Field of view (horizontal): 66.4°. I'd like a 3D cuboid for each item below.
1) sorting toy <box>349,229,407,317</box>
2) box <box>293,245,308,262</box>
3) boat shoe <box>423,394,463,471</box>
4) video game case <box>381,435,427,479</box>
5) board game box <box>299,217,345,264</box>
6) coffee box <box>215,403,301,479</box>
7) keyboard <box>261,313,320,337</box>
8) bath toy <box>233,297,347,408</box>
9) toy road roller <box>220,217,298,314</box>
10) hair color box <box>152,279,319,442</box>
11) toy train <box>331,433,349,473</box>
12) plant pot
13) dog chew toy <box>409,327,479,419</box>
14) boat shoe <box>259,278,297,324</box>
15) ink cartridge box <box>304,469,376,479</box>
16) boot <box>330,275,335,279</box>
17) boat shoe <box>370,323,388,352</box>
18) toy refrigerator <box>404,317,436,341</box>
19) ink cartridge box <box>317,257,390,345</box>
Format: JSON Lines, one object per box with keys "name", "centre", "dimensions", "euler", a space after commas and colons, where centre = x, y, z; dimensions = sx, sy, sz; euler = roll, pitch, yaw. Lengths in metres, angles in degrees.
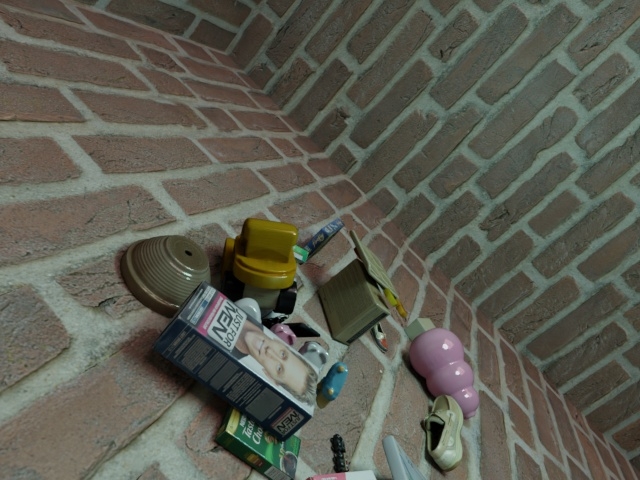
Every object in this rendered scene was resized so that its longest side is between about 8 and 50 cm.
{"name": "sorting toy", "centre": [0.193, 0.122, 1.677], "dimensions": [0.229, 0.041, 0.307], "euler": [46, 15, -39]}
{"name": "box", "centre": [-0.138, 0.042, 1.625], "dimensions": [0.105, 0.179, 0.043], "euler": [29, 69, -35]}
{"name": "boat shoe", "centre": [0.391, 0.597, 1.587], "dimensions": [0.098, 0.109, 0.302], "euler": [43, 26, -8]}
{"name": "video game case", "centre": [0.251, 0.664, 1.129], "dimensions": [0.300, 0.036, 0.329], "euler": [58, 10, -36]}
{"name": "board game box", "centre": [0.000, 0.000, 1.910], "dimensions": [0.042, 0.165, 0.243], "euler": [46, 20, 4]}
{"name": "coffee box", "centre": [-0.127, 0.420, 1.031], "dimensions": [0.184, 0.040, 0.113], "euler": [40, 20, -10]}
{"name": "keyboard", "centre": [-0.085, 0.225, 1.305], "dimensions": [0.100, 0.192, 0.038], "euler": [35, 60, -29]}
{"name": "bath toy", "centre": [-0.105, 0.279, 1.231], "dimensions": [0.348, 0.151, 0.129], "euler": [38, -13, -8]}
{"name": "toy road roller", "centre": [-0.156, 0.035, 1.348], "dimensions": [0.202, 0.241, 0.329], "euler": [10, 23, -14]}
{"name": "hair color box", "centre": [-0.169, 0.258, 1.067], "dimensions": [0.347, 0.105, 0.174], "euler": [40, 19, -11]}
{"name": "toy train", "centre": [0.052, 0.537, 1.170], "dimensions": [0.036, 0.027, 0.158], "euler": [46, 17, -28]}
{"name": "plant pot", "centre": [-0.351, 0.066, 1.196], "dimensions": [0.237, 0.110, 0.237], "euler": [38, 22, -18]}
{"name": "dog chew toy", "centre": [0.468, 0.495, 1.812], "dimensions": [0.206, 0.206, 0.332], "euler": [16, 42, -52]}
{"name": "boat shoe", "centre": [-0.120, 0.187, 1.468], "dimensions": [0.076, 0.083, 0.226], "euler": [54, 31, -6]}
{"name": "ink cartridge box", "centre": [0.064, 0.603, 0.928], "dimensions": [0.207, 0.117, 0.283], "euler": [24, 29, -45]}
{"name": "boot", "centre": [0.131, 0.211, 1.888], "dimensions": [0.197, 0.073, 0.152], "euler": [30, 21, -41]}
{"name": "boat shoe", "centre": [0.221, 0.352, 1.822], "dimensions": [0.049, 0.043, 0.137], "euler": [28, 27, -42]}
{"name": "toy refrigerator", "centre": [0.468, 0.456, 2.025], "dimensions": [0.102, 0.094, 0.270], "euler": [10, 38, -46]}
{"name": "ink cartridge box", "centre": [0.110, 0.208, 1.672], "dimensions": [0.088, 0.193, 0.235], "euler": [35, 22, -36]}
